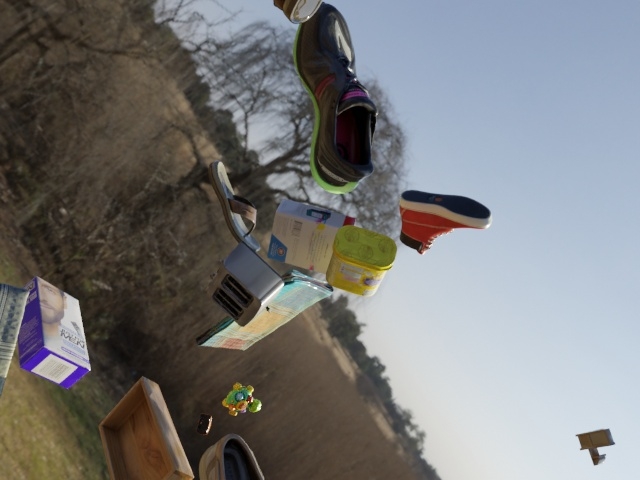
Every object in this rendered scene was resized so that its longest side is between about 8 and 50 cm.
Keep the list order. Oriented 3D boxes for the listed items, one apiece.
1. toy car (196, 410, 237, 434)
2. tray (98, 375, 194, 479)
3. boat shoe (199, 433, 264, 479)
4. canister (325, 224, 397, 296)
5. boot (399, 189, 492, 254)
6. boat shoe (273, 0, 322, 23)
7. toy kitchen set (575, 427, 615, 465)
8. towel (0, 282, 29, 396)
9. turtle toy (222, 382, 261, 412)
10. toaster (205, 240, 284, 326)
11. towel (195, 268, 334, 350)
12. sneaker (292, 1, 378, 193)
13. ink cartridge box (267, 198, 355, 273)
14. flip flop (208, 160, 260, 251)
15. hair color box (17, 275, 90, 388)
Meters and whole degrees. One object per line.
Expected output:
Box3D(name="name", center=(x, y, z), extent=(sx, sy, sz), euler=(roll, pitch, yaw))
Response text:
Box3D(name="toy car", center=(-0.297, 0.528, 1.778), extent=(0.040, 0.121, 0.060), euler=(71, 13, -72))
Box3D(name="tray", center=(-0.497, 0.585, 1.718), extent=(0.076, 0.203, 0.411), euler=(42, 0, -37))
Box3D(name="boat shoe", center=(-0.129, 0.520, 1.097), extent=(0.341, 0.121, 0.110), euler=(63, -37, 21))
Box3D(name="canister", center=(0.079, 0.048, 1.276), extent=(0.126, 0.073, 0.170), euler=(18, -28, 1))
Box3D(name="boot", center=(0.326, -0.029, 1.620), extent=(0.244, 0.088, 0.176), euler=(13, -52, 24))
Box3D(name="boat shoe", center=(-0.003, -0.544, 1.098), extent=(0.104, 0.307, 0.110), euler=(50, 34, 12))
Box3D(name="toy kitchen set", center=(0.594, 0.427, 1.277), extent=(0.075, 0.083, 0.068), euler=(-36, -121, 48))
Box3D(name="towel", center=(-0.820, 0.226, 1.302), extent=(0.312, 0.325, 0.056), euler=(18, -4, -39))
Box3D(name="turtle toy", center=(-0.255, 0.531, 2.030), extent=(0.130, 0.095, 0.066), euler=(25, 16, -37))
Box3D(name="toaster", center=(-0.196, 0.121, 1.608), extent=(0.185, 0.110, 0.168), euler=(43, -41, 2))
Box3D(name="towel", center=(-0.159, 0.221, 1.831), extent=(0.271, 0.370, 0.040), euler=(25, 33, -60))
Box3D(name="sneaker", center=(0.061, -0.366, 1.544), extent=(0.202, 0.185, 0.483), euler=(-8, -88, 57))
Box3D(name="ink cartridge box", center=(0.000, 0.000, 1.475), extent=(0.078, 0.230, 0.134), euler=(-69, 174, -60))
Box3D(name="flip flop", center=(-0.225, -0.095, 1.697), extent=(0.112, 0.080, 0.277), euler=(-80, 150, -79))
Box3D(name="hair color box", center=(-0.855, 0.287, 1.952), extent=(0.185, 0.110, 0.339), euler=(47, 4, -44))
